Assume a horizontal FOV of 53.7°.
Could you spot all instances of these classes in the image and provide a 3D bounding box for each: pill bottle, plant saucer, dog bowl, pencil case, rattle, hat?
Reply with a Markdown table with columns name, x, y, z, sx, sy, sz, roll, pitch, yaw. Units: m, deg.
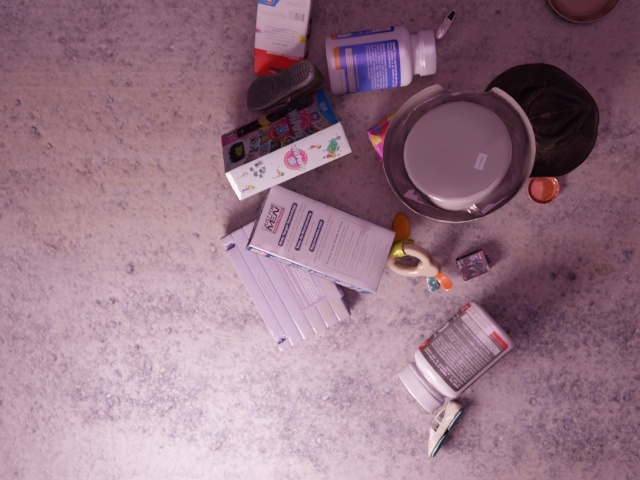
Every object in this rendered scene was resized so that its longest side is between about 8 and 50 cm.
| name | x | y | z | sx | sy | sz | roll | pitch | yaw |
| --- | --- | --- | --- | --- | --- | --- | --- | --- | --- |
| pill bottle | 0.351 | 0.305 | 1.655 | 0.283 | 0.161 | 0.161 | -43 | 90 | 6 |
| plant saucer | 0.590 | -0.137 | 1.679 | 0.083 | 0.013 | 0.084 | 0 | 94 | 3 |
| dog bowl | 0.327 | -0.201 | 1.508 | 0.348 | 0.102 | 0.349 | -3 | 79 | 15 |
| pill bottle | 0.154 | -0.464 | 1.618 | 0.271 | 0.152 | 0.152 | -6 | 94 | 4 |
| plant saucer | 0.674 | -0.656 | 1.624 | 0.198 | 0.036 | 0.199 | 0 | 95 | 4 |
| pencil case | 0.233 | -0.303 | 1.654 | 0.236 | 0.104 | 0.104 | -32 | 91 | 8 |
| rattle | 0.271 | 0.038 | 1.707 | 0.199 | 0.143 | 0.130 | 22 | 128 | -13 |
| hat | 0.570 | -0.312 | 1.569 | 0.331 | 0.134 | 0.332 | 1 | 85 | -10 |

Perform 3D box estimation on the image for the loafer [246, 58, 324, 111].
| name | x | y | z | sx | sy | sz | roll | pitch | yaw |
| --- | --- | --- | --- | --- | --- | --- | --- | --- | --- |
| loafer | -0.092 | -0.387 | 1.643 | 0.251 | 0.087 | 0.095 | -10 | 76 | 39 |

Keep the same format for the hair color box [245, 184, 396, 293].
| name | x | y | z | sx | sy | sz | roll | pitch | yaw |
| --- | --- | --- | --- | --- | --- | --- | --- | --- | --- |
| hair color box | 0.000 | 0.000 | 1.635 | 0.347 | 0.105 | 0.174 | 22 | 80 | -10 |

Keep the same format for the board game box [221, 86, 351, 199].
| name | x | y | z | sx | sy | sz | roll | pitch | yaw |
| --- | --- | --- | --- | --- | --- | --- | --- | --- | --- |
| board game box | -0.094 | -0.249 | 1.609 | 0.303 | 0.224 | 0.098 | -23 | 126 | 4 |

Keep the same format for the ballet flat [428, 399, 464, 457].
| name | x | y | z | sx | sy | sz | roll | pitch | yaw |
| --- | --- | --- | --- | --- | --- | --- | --- | --- | --- |
| ballet flat | 0.332 | 0.513 | 1.734 | 0.052 | 0.057 | 0.168 | 34 | 92 | 29 |

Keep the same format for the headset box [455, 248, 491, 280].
| name | x | y | z | sx | sy | sz | roll | pitch | yaw |
| --- | --- | --- | --- | --- | --- | --- | --- | --- | --- |
| headset box | 0.413 | 0.065 | 1.697 | 0.083 | 0.032 | 0.062 | -22 | 92 | 7 |

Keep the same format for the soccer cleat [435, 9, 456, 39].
| name | x | y | z | sx | sy | sz | roll | pitch | yaw |
| --- | --- | --- | --- | --- | --- | --- | --- | --- | --- |
| soccer cleat | 0.328 | -0.566 | 1.655 | 0.029 | 0.035 | 0.083 | 34 | 95 | 1 |

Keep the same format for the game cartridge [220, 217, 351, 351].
| name | x | y | z | sx | sy | sz | roll | pitch | yaw |
| --- | --- | --- | --- | --- | --- | --- | --- | --- | --- |
| game cartridge | -0.090 | 0.096 | 1.724 | 0.230 | 0.068 | 0.355 | -28 | 92 | 2 |

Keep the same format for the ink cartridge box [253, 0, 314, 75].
| name | x | y | z | sx | sy | sz | roll | pitch | yaw |
| --- | --- | --- | --- | --- | --- | --- | --- | --- | --- |
| ink cartridge box | -0.095 | -0.541 | 1.638 | 0.134 | 0.078 | 0.231 | 13 | 127 | 3 |
